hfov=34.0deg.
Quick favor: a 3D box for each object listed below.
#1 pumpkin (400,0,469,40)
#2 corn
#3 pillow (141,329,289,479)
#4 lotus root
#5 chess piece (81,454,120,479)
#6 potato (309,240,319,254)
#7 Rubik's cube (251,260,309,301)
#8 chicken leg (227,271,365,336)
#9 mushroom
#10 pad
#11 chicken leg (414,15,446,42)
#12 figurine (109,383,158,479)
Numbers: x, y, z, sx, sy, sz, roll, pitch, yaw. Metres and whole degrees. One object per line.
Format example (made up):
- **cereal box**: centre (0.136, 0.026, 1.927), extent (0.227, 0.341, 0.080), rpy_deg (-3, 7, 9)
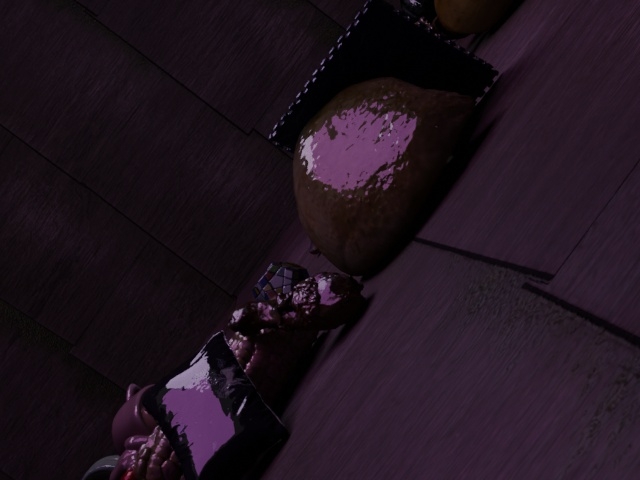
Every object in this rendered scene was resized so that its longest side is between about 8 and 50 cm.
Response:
- **pumpkin**: centre (0.274, -0.524, 2.198), extent (0.220, 0.220, 0.162), rpy_deg (-51, 45, 26)
- **corn**: centre (-0.114, 0.210, 1.381), extent (0.335, 0.126, 0.126), rpy_deg (-53, 4, -25)
- **pillow**: centre (-0.132, 0.207, 1.261), extent (0.141, 0.055, 0.208), rpy_deg (-39, 40, -5)
- **lotus root**: centre (0.297, -0.487, 2.009), extent (0.183, 0.182, 0.310), rpy_deg (-57, 0, -36)
- **chess piece**: centre (-0.326, 0.425, 1.913), extent (0.139, 0.139, 0.271), rpy_deg (-52, -5, 16)
- **potato**: centre (0.001, -0.001, 2.222), extent (0.037, 0.036, 0.093), rpy_deg (-15, 40, 16)
- **Rubik's cube**: centre (-0.066, 0.087, 1.864), extent (0.111, 0.111, 0.093), rpy_deg (-54, -22, -8)
- **chicken leg**: centre (-0.032, 0.088, 1.347), extent (0.197, 0.069, 0.085), rpy_deg (-15, 41, 23)
- **mushroom**: centre (0.083, -0.122, 1.413), extent (0.292, 0.212, 0.217), rpy_deg (-47, -1, -11)
- **pad**: centre (0.096, -0.200, 1.547), extent (0.270, 0.269, 0.012), rpy_deg (-53, 37, 24)
- **chicken leg**: centre (0.238, -0.373, 2.130), extent (0.080, 0.125, 0.196), rpy_deg (-40, -32, 14)
- **figurine**: centre (-0.248, 0.339, 1.643), extent (0.186, 0.176, 0.287), rpy_deg (-33, 19, 22)
